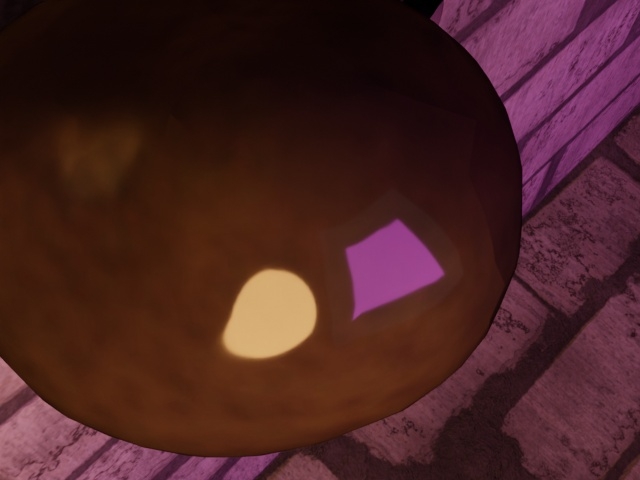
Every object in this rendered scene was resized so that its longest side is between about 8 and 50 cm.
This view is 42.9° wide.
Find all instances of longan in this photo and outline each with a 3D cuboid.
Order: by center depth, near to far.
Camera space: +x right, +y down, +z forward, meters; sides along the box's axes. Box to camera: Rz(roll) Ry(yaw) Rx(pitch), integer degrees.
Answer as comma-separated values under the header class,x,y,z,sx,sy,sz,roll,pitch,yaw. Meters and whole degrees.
class,x,y,z,sx,sy,sz,roll,pitch,yaw
longan,-0.061,-0.021,0.569,0.404,0.404,0.336,31,66,-71

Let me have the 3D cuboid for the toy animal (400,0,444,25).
class,x,y,z,sx,sy,sz,roll,pitch,yaw
toy animal,0.044,-0.240,0.767,0.166,0.138,0.179,-23,164,-11
